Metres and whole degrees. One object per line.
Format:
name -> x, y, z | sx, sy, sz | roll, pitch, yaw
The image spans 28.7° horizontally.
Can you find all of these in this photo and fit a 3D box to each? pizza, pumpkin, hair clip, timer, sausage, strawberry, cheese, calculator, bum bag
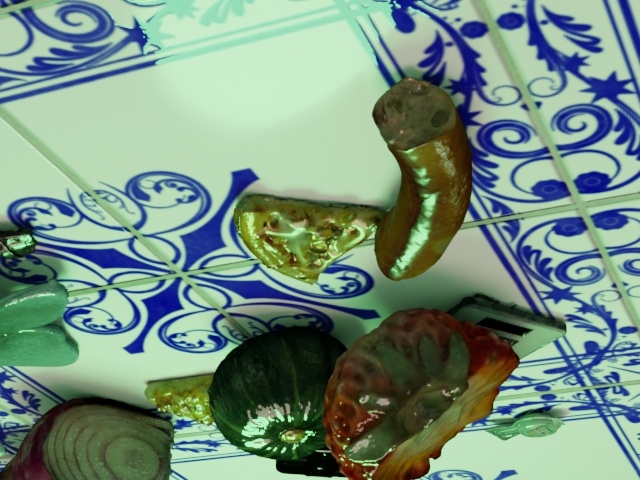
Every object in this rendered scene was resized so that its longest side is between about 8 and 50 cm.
pizza -> 0.000, 0.000, 1.425 | 0.176, 0.036, 0.184 | -5, 150, 14
pumpkin -> -0.047, 0.204, 1.678 | 0.211, 0.152, 0.211 | -3, 134, -3
hair clip -> -0.485, 0.176, 1.561 | 0.392, 0.238, 0.318 | 15, 153, -19
timer -> 0.002, 0.338, 2.005 | 0.144, 0.055, 0.187 | 5, 150, -2
pizza -> -0.174, 0.239, 1.855 | 0.175, 0.046, 0.134 | 10, 150, -11
sausage -> 0.104, -0.054, 1.274 | 0.103, 0.076, 0.302 | -7, 149, -1
strawberry -> 0.114, 0.198, 1.601 | 0.265, 0.149, 0.336 | -44, 159, -3
cheese -> 0.316, 0.285, 1.908 | 0.121, 0.026, 0.067 | -19, 143, 35
calculator -> 0.196, 0.144, 1.675 | 0.161, 0.021, 0.262 | 16, 148, -22
bum bag -> -0.393, 0.005, 1.472 | 0.124, 0.034, 0.058 | -2, 150, 8

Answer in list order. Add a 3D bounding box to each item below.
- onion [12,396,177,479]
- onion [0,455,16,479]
onion -> -0.352, 0.379, 1.929 | 0.256, 0.272, 0.230 | 40, 136, 2
onion -> -0.446, 0.447, 2.123 | 0.272, 0.195, 0.272 | -7, 112, -17
